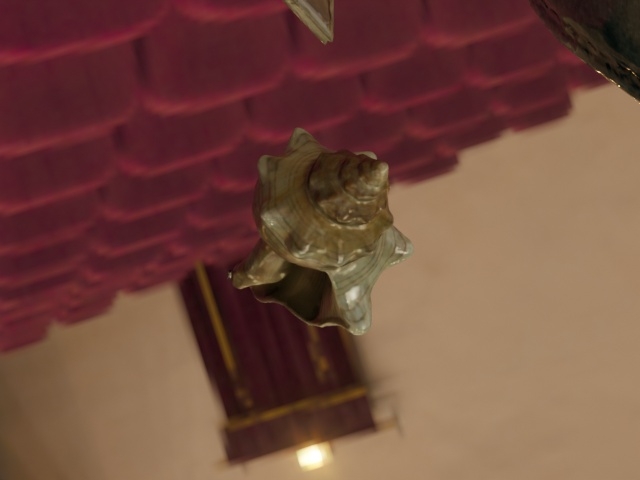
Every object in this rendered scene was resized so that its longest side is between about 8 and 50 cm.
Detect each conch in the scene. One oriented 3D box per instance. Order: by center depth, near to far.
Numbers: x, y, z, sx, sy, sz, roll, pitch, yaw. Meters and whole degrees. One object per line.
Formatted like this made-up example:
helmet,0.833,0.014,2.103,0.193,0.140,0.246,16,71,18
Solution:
conch,0.013,-0.004,1.398,0.114,0.137,0.234,-31,156,-18

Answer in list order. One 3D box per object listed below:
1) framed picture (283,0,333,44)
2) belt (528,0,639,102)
framed picture,-0.057,-0.221,0.919,0.010,0.173,0.231,-21,136,26
belt,0.155,-0.101,0.512,0.206,0.116,0.267,-21,-145,-24
